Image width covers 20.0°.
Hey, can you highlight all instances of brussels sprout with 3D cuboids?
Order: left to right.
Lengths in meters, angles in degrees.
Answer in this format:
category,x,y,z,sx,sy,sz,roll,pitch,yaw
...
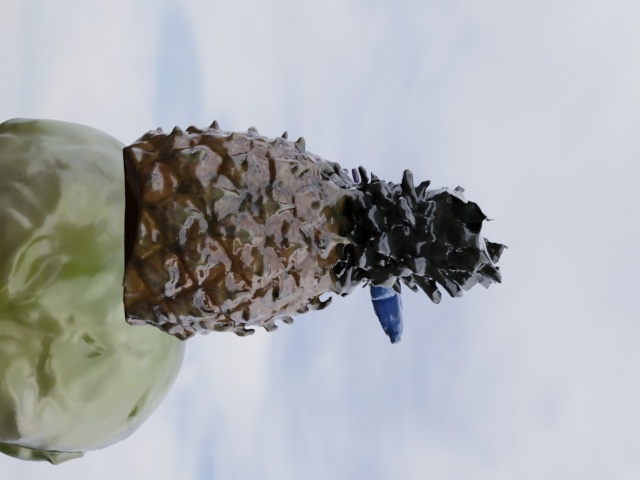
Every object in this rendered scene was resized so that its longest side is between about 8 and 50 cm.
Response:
category,x,y,z,sx,sy,sz,roll,pitch,yaw
brussels sprout,-0.238,0.035,1.501,0.242,0.316,0.274,26,-99,47

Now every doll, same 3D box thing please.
category,x,y,z,sx,sy,sz,roll,pitch,yaw
doll,0.062,0.017,2.023,0.110,0.067,0.206,66,11,-81

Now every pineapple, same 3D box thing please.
category,x,y,z,sx,sy,sz,roll,pitch,yaw
pineapple,0.000,0.000,1.254,0.158,0.278,0.158,-177,-90,-86
